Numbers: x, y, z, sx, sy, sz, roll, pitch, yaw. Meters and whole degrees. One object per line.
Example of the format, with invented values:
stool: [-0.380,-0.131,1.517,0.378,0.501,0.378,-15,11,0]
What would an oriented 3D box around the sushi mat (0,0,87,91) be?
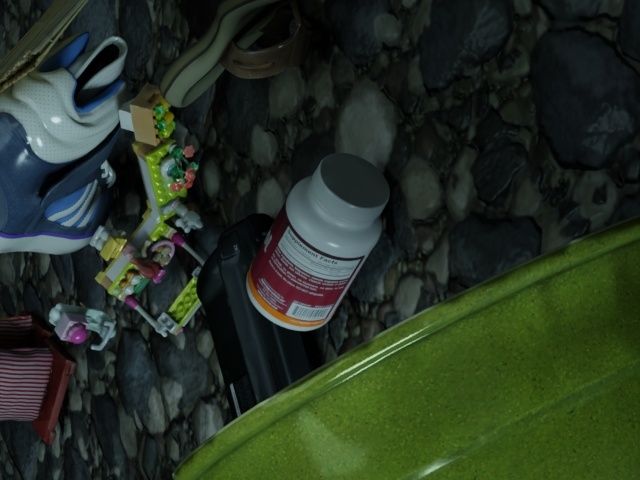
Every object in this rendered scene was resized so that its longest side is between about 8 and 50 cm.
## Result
sushi mat: [-0.212,-0.259,1.495,0.019,0.316,0.151,45,149,-19]

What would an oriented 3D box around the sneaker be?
sneaker: [-0.245,-0.107,1.605,0.130,0.323,0.236,46,108,9]

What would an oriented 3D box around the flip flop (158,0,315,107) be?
flip flop: [-0.054,-0.177,1.394,0.080,0.112,0.277,55,140,0]

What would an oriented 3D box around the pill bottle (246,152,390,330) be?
pill bottle: [0.000,0.000,1.333,0.086,0.086,0.152,62,139,32]

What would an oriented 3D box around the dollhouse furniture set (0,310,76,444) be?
dollhouse furniture set: [-0.391,0.046,1.855,0.152,0.201,0.374,39,119,49]

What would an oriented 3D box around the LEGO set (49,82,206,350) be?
LEGO set: [-0.159,-0.008,1.555,0.107,0.132,0.287,41,118,35]

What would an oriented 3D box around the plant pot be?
plant pot: [0.152,0.218,0.927,0.366,0.366,0.353,-41,72,51]

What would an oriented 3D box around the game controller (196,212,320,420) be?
game controller: [-0.044,0.139,1.456,0.166,0.067,0.319,124,133,-63]
